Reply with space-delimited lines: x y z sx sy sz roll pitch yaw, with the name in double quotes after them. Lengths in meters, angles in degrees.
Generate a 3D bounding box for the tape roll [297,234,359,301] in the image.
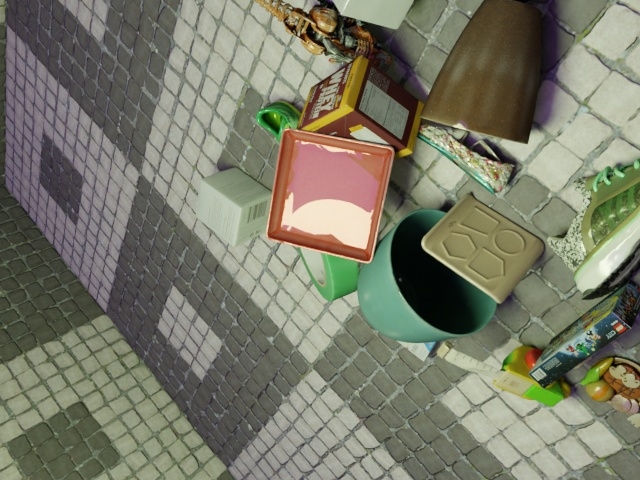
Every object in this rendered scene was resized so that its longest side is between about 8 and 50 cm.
0.000 0.000 1.372 0.321 0.077 0.322 160 90 -76 "tape roll"

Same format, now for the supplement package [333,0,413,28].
0.106 -0.573 1.022 0.194 0.149 0.203 -55 47 42 "supplement package"

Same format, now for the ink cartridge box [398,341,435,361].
0.256 0.251 1.399 0.122 0.052 0.089 36 129 21 "ink cartridge box"

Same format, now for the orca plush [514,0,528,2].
0.298 -0.535 0.959 0.287 0.151 0.102 46 164 10 "orca plush"

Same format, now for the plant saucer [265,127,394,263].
0.020 -0.103 1.165 0.258 0.047 0.259 13 102 14 "plant saucer"

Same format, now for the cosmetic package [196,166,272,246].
-0.266 -0.108 1.610 0.183 0.151 0.152 35 130 24 "cosmetic package"

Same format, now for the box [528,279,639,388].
0.540 0.191 1.051 0.044 0.159 0.233 46 133 17 "box"

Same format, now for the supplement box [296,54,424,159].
0.086 -0.272 1.156 0.194 0.129 0.191 29 157 -29 "supplement box"

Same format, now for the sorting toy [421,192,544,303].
0.350 0.014 1.119 0.208 0.193 0.038 39 153 18 "sorting toy"

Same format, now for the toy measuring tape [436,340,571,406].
0.422 0.277 1.185 0.329 0.121 0.121 23 129 -4 "toy measuring tape"

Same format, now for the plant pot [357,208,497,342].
0.221 0.106 1.212 0.293 0.293 0.235 56 145 5 "plant pot"

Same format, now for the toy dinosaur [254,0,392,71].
0.013 -0.478 1.137 0.164 0.219 0.321 -32 130 30 "toy dinosaur"

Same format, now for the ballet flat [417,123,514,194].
0.315 -0.196 1.131 0.241 0.091 0.077 40 101 14 "ballet flat"

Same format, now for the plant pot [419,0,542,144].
0.325 -0.323 0.981 0.215 0.215 0.231 25 111 30 "plant pot"

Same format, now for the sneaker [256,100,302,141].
-0.051 -0.275 1.364 0.295 0.123 0.110 30 127 26 "sneaker"

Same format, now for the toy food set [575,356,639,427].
0.637 0.312 1.108 0.192 0.038 0.132 44 132 16 "toy food set"

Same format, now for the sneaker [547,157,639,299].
0.547 -0.086 0.940 0.182 0.157 0.411 49 131 36 "sneaker"
